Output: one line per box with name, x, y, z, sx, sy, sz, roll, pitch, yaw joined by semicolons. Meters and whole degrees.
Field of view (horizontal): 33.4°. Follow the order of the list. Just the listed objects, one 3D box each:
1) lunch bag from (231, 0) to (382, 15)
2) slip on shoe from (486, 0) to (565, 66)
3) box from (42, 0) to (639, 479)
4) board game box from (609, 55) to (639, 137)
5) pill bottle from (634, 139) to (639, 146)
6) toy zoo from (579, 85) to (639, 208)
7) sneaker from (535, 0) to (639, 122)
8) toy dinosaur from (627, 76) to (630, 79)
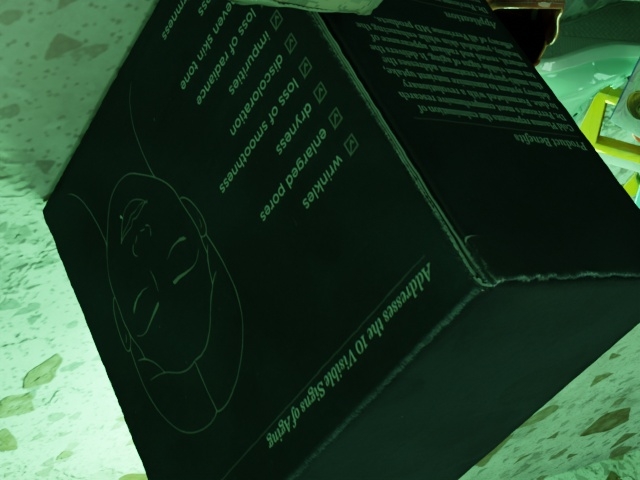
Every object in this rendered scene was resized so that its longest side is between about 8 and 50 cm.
lunch bag;-0.040;-0.310;0.771;0.235;0.169;0.287;-1;112;-38
slip on shoe;0.202;-0.228;1.195;0.123;0.101;0.331;0;163;-5
box;0.000;0.000;1.066;0.297;0.472;0.480;1;140;-41
board game box;0.501;-0.285;1.279;0.318;0.066;0.319;-16;135;-50
pill bottle;0.637;-0.217;1.526;0.204;0.204;0.361;2;139;-42
toy zoo;0.477;-0.110;1.526;0.030;0.293;0.192;-51;153;-47
sneaker;0.364;-0.222;1.402;0.255;0.094;0.151;-12;143;-10
toy dinosaur;0.464;-0.256;1.491;0.090;0.047;0.082;-21;170;-33
